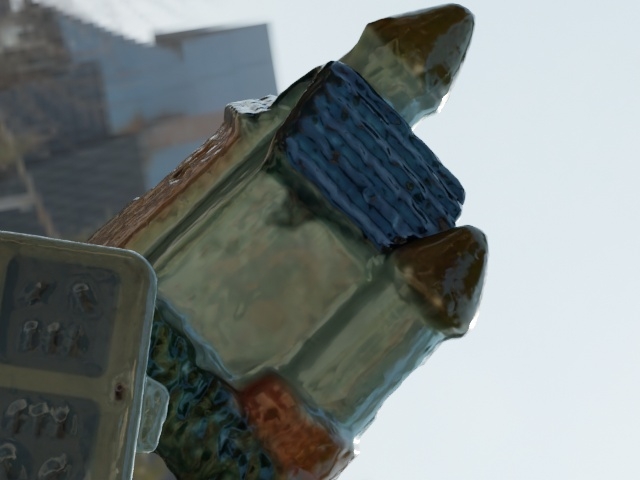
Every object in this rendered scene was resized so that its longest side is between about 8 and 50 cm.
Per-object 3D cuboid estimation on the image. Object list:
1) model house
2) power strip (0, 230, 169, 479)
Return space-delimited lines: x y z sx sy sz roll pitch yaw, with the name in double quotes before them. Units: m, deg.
"model house" 0.000 0.000 0.956 0.184 0.291 0.253 41 4 -10
"power strip" -0.192 0.046 0.679 0.046 0.271 0.118 119 -22 -71
